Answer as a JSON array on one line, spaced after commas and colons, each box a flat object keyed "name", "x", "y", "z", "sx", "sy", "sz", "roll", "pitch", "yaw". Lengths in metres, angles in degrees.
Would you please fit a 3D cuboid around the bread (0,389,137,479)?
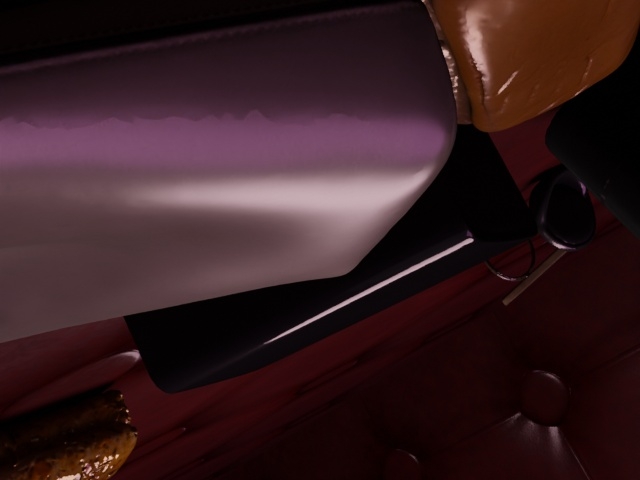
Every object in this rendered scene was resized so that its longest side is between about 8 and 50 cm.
[{"name": "bread", "x": -0.273, "y": 0.213, "z": 0.970, "sx": 0.211, "sy": 0.083, "sz": 0.114, "roll": -19, "pitch": 160, "yaw": -45}]

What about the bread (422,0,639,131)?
[{"name": "bread", "x": 0.087, "y": -0.109, "z": 0.463, "sx": 0.116, "sy": 0.077, "sz": 0.200, "roll": -34, "pitch": 162, "yaw": 3}]

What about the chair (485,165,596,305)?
[{"name": "chair", "x": 0.252, "y": 0.000, "z": 1.246, "sx": 0.104, "sy": 0.095, "sz": 0.221, "roll": -35, "pitch": 172, "yaw": -34}]

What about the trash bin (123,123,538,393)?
[{"name": "trash bin", "x": 0.000, "y": 0.000, "z": 0.662, "sx": 0.225, "sy": 0.115, "sz": 0.165, "roll": -30, "pitch": 170, "yaw": 23}]

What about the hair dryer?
[{"name": "hair dryer", "x": 0.322, "y": -0.090, "z": 0.757, "sx": 0.116, "sy": 0.244, "sz": 0.302, "roll": -29, "pitch": 154, "yaw": -29}]

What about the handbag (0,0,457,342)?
[{"name": "handbag", "x": -0.116, "y": -0.004, "z": 0.391, "sx": 0.315, "sy": 0.109, "sz": 0.241, "roll": -20, "pitch": 166, "yaw": -20}]
